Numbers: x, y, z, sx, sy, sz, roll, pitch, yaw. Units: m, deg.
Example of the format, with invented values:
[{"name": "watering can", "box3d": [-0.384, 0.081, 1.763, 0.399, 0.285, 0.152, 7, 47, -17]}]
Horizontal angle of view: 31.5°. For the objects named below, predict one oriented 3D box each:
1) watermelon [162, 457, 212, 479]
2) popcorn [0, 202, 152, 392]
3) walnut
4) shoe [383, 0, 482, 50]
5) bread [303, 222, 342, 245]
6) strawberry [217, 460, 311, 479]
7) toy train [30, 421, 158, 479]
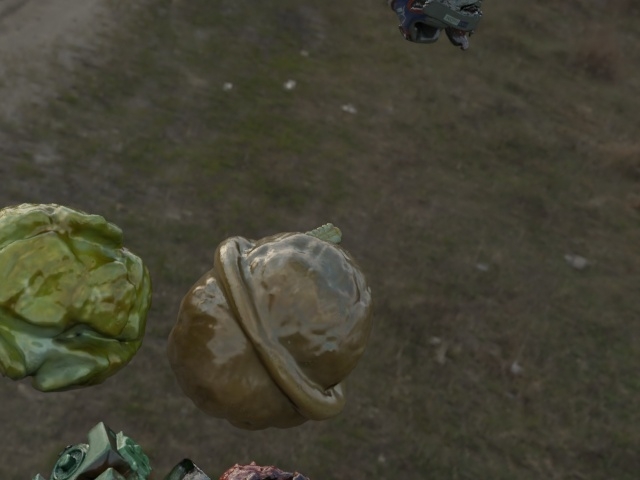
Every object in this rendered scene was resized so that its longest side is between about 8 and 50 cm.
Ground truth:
[{"name": "watermelon", "box3d": [-0.130, 0.328, 1.105, 0.145, 0.137, 0.193, -33, 51, -14]}, {"name": "popcorn", "box3d": [-0.336, 0.069, 1.408, 0.276, 0.225, 0.276, 32, -13, 8]}, {"name": "walnut", "box3d": [-0.065, 0.125, 1.552, 0.285, 0.296, 0.285, 57, 6, -9]}, {"name": "shoe", "box3d": [0.176, -0.316, 1.483, 0.099, 0.126, 0.227, 1, -11, -44]}, {"name": "bread", "box3d": [0.000, 0.000, 2.039, 0.088, 0.033, 0.049, -27, 80, -36]}, {"name": "strawberry", "box3d": [-0.049, 0.266, 0.948, 0.190, 0.236, 0.111, -41, 37, -24]}, {"name": "toy train", "box3d": [-0.348, 0.387, 1.457, 0.129, 0.326, 0.159, 51, -1, -29]}]
